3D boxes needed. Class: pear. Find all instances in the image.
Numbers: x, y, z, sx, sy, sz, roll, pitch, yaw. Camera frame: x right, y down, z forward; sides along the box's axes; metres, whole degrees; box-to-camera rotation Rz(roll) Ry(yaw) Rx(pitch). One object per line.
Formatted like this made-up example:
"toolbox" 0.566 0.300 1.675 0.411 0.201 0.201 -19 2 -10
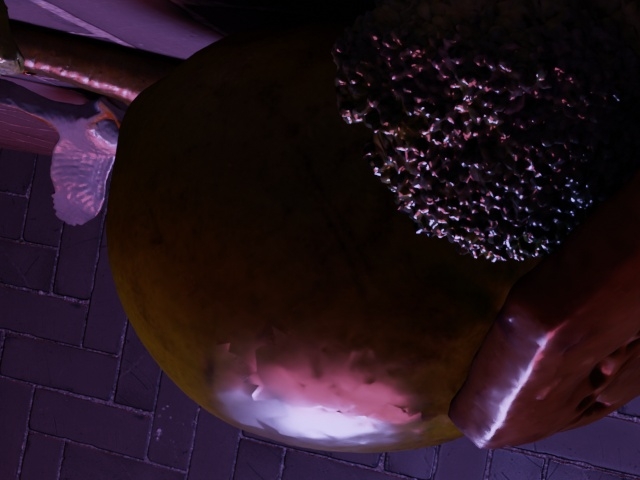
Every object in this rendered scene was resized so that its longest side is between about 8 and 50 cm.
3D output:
"pear" 0.000 0.000 0.793 0.413 0.352 0.352 24 -173 32

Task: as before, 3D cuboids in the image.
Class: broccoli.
"broccoli" 0.125 -0.073 0.542 0.226 0.176 0.198 29 139 7

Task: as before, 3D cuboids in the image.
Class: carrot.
"carrot" -0.215 -0.180 1.079 0.342 0.070 0.070 12 179 -19

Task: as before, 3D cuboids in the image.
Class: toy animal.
"toy animal" -0.399 -0.199 1.519 0.284 0.225 0.302 35 151 -34

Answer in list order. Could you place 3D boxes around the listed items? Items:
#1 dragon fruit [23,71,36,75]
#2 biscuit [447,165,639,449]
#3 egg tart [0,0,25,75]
"dragon fruit" -0.418 -0.208 1.122 0.190 0.094 0.094 -14 -173 -17
"biscuit" 0.219 -0.002 0.502 0.359 0.359 0.046 11 -143 -57
"egg tart" -0.353 -0.200 0.848 0.197 0.078 0.197 12 178 0
